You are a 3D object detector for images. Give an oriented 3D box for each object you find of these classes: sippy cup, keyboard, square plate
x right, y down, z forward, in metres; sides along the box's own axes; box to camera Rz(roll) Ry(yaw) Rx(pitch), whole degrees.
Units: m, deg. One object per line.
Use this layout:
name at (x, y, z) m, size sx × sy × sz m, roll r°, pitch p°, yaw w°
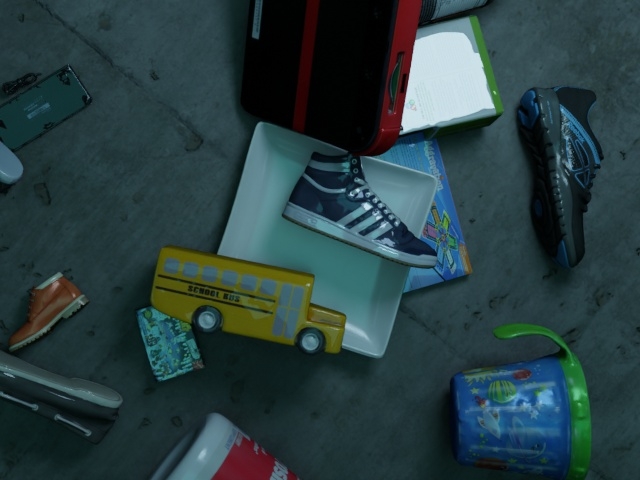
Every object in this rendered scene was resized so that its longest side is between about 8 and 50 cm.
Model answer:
sippy cup at (0.348, 0.318, 1.621) m, size 0.224 × 0.240 × 0.305 m, roll -1°, pitch 68°, yaw 2°
keyboard at (-0.505, -0.243, 1.587) m, size 0.180 × 0.023 × 0.108 m, roll -34°, pitch 101°, yaw -7°
square plate at (0.000, 0.000, 1.629) m, size 0.344 × 0.049 × 0.347 m, roll 18°, pitch 92°, yaw -2°

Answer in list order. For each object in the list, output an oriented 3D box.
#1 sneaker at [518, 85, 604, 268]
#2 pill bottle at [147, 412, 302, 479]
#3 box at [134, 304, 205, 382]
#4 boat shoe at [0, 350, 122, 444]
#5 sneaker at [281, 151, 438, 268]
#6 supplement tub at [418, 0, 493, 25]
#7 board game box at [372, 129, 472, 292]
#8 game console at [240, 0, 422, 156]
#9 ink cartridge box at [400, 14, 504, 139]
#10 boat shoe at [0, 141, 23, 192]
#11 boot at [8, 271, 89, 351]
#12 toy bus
sneaker at (0.466, -0.120, 1.667) m, size 0.139 × 0.125 × 0.341 m, roll -8°, pitch 94°, yaw -12°
pill bottle at (-0.101, 0.505, 1.550) m, size 0.407 × 0.229 × 0.229 m, roll 41°, pitch 86°, yaw -7°
box at (-0.271, 0.177, 1.622) m, size 0.094 × 0.027 × 0.137 m, roll -17°, pitch 93°, yaw -8°
boat shoe at (-0.507, 0.260, 1.537) m, size 0.335 × 0.112 × 0.095 m, roll 23°, pitch 90°, yaw -19°
sneaker at (0.089, -0.059, 1.557) m, size 0.282 × 0.099 × 0.153 m, roll 21°, pitch 93°, yaw 0°
supplement tub at (0.180, -0.485, 1.571) m, size 0.338 × 0.207 × 0.207 m, roll -19°, pitch 94°, yaw -13°
board game box at (0.178, -0.056, 1.677) m, size 0.145 × 0.027 × 0.281 m, roll -16°, pitch 93°, yaw -5°
game console at (0.010, -0.353, 1.477) m, size 0.060 × 0.342 × 0.387 m, roll -15°, pitch 122°, yaw -44°
ink cartridge box at (0.176, -0.279, 1.625) m, size 0.255 × 0.097 × 0.189 m, roll -14°, pitch 83°, yaw -6°
boat shoe at (-0.613, -0.174, 1.551) m, size 0.228 × 0.080 × 0.076 m, roll 46°, pitch 122°, yaw -11°
boot at (-0.494, 0.126, 1.580) m, size 0.158 × 0.059 × 0.084 m, roll -40°, pitch 93°, yaw -13°
toy bus at (-0.118, 0.104, 1.553) m, size 0.332 × 0.108 × 0.130 m, roll 12°, pitch 93°, yaw 0°
